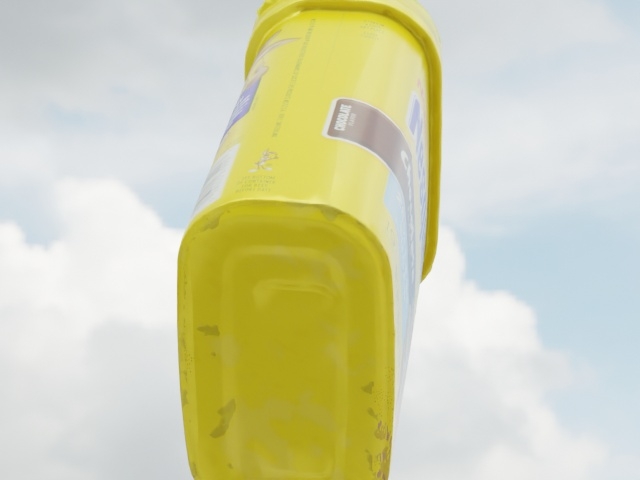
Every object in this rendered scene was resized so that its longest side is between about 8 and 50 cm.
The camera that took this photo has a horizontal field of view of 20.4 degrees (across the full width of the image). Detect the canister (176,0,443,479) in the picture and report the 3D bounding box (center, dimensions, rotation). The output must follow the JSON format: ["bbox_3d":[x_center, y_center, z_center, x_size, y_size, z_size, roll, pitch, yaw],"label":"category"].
[{"bbox_3d":[0.000,0.000,0.605,0.073,0.170,0.126,3,-60,7],"label":"canister"}]
